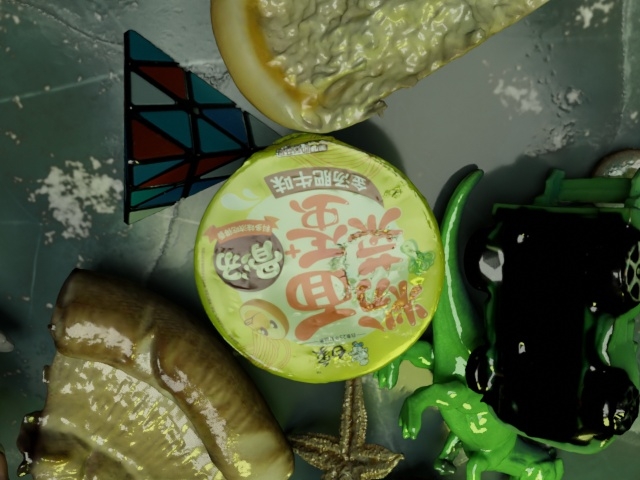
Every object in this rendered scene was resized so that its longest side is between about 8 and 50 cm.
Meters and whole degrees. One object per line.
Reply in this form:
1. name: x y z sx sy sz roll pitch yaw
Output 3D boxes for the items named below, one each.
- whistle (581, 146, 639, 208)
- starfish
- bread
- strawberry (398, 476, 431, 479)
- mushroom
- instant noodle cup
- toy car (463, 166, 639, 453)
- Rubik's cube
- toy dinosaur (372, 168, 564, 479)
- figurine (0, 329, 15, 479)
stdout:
1. whistle: 0.416 -0.046 0.868 0.107 0.057 0.220 38 110 6
2. starfish: 0.024 0.338 0.940 0.231 0.295 0.048 -26 150 36
3. bread: 0.092 -0.283 0.693 0.424 0.245 0.329 -31 65 9
4. strawberry: 0.151 0.520 0.955 0.261 0.261 0.258 -21 108 8
5. mushroom: -0.220 0.230 0.923 0.397 0.224 0.314 13 89 -15
6. instant noodle cup: 0.000 0.000 0.810 0.311 0.221 0.311 0 108 1
7. toy car: 0.323 0.080 0.787 0.176 0.213 0.359 -2 94 -41
8. Rubik's cube: -0.145 -0.131 0.812 0.234 0.250 0.284 1 104 -18
9. toy dinosaur: 0.293 0.181 0.923 0.374 0.144 0.500 18 99 -19
10. figurine: -0.543 0.221 0.872 0.193 0.421 0.154 -9 151 -31
